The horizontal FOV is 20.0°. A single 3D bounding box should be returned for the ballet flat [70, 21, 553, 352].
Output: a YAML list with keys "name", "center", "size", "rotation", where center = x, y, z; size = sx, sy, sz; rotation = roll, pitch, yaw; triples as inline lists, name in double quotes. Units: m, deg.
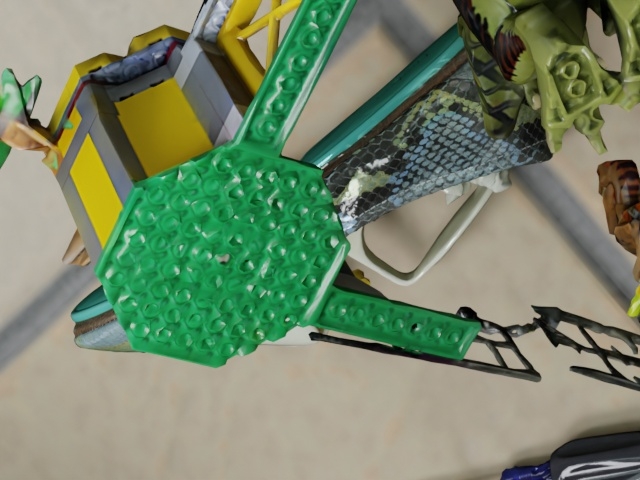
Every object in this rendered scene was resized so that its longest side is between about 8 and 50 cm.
- name: "ballet flat"
  center: [0.000, 0.000, 0.630]
  size: [0.188, 0.070, 0.070]
  rotation: [-35, 84, 16]

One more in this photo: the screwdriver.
- name: "screwdriver"
  center: [0.052, 0.088, 0.644]
  size: [0.170, 0.025, 0.024]
  rotation: [-12, 90, 23]

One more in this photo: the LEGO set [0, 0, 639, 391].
- name: "LEGO set"
  center: [0.069, -0.083, 0.530]
  size: [0.331, 0.192, 0.255]
  rotation: [6, 119, -25]
